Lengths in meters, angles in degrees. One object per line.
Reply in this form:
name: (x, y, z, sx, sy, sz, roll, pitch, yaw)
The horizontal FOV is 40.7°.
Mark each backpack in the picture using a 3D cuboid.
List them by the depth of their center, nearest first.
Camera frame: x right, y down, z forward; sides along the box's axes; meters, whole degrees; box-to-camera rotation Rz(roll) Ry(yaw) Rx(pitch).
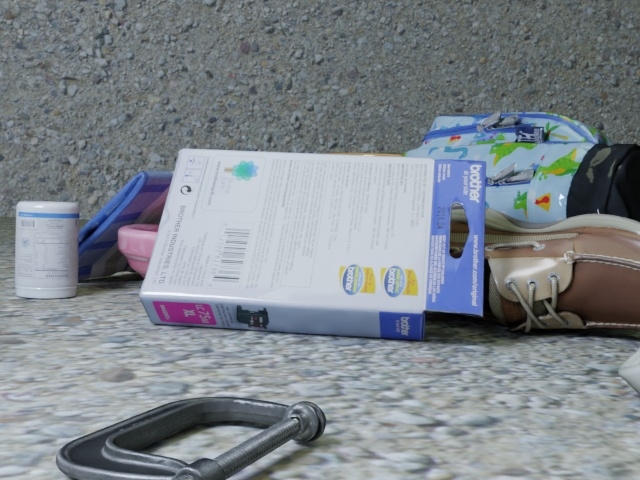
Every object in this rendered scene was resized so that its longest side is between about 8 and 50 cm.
backpack: (0.252, -0.034, 1.076, 0.356, 0.273, 0.290, -13, -26, 40)

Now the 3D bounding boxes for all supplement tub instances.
supplement tub: (-0.311, 0.009, 0.983, 0.071, 0.107, 0.071, 2, 4, 0)

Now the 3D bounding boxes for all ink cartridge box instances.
ink cartridge box: (0.000, 0.000, 0.831, 0.311, 0.185, 0.065, 1, -37, 10)

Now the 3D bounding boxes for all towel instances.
towel: (-0.212, -0.019, 1.185, 0.209, 0.034, 0.285, -42, -16, 22)

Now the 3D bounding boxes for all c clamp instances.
c clamp: (-0.049, 0.101, 0.418, 0.137, 0.022, 0.161, -2, 3, 20)

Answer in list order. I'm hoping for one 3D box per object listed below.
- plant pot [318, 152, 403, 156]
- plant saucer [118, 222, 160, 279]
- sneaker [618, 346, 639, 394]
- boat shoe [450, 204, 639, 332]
plant pot: (0.093, -0.038, 1.353, 0.205, 0.187, 0.205, 3, 3, 0)
plant saucer: (-0.075, 0.028, 1.042, 0.333, 0.084, 0.332, 2, 3, 0)
sneaker: (0.279, 0.071, 0.479, 0.148, 0.131, 0.350, 39, -3, 12)
boat shoe: (0.218, 0.046, 0.861, 0.325, 0.123, 0.116, 6, 38, 47)
